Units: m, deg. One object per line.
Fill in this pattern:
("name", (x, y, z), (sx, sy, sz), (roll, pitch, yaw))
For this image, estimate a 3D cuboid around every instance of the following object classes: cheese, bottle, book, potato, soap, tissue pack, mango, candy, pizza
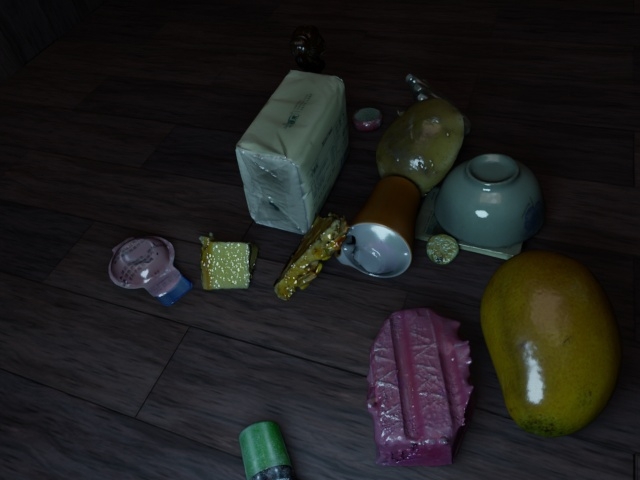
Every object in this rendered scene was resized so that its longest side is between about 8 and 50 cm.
("cheese", (-0.463, 0.075, 1.404), (0.285, 0.074, 0.189), (32, 61, 27))
("bottle", (-0.074, 0.499, 0.949), (0.093, 0.093, 0.330), (-19, 49, -7))
("book", (0.405, -0.054, 1.401), (0.282, 0.025, 0.215), (12, 51, 21))
("potato", (0.249, -0.263, 1.435), (0.115, 0.299, 0.239), (8, 36, -47))
("soap", (0.203, 0.285, 1.067), (0.220, 0.127, 0.325), (-3, 48, 6))
("tissue pack", (-0.063, -0.253, 1.477), (0.207, 0.297, 0.381), (13, 51, 17))
("mango", (0.460, 0.199, 1.046), (0.263, 0.221, 0.379), (5, 60, 8))
("candy", (0.157, -0.405, 1.740), (0.103, 0.043, 0.103), (-7, 47, 7))
("pizza", (0.000, 0.000, 1.304), (0.074, 0.288, 0.251), (36, 36, -12))

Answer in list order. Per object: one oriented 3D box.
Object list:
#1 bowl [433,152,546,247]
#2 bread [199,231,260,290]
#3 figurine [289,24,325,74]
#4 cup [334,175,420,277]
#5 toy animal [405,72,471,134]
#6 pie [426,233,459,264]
("bowl", (0.444, -0.132, 1.350), (0.288, 0.146, 0.290), (-5, 46, 6))
("bread", (-0.246, 0.061, 1.388), (0.147, 0.127, 0.152), (2, 83, 9))
("figurine", (-0.026, -0.560, 1.725), (0.187, 0.316, 0.168), (32, 61, 31))
("cup", (0.152, -0.035, 1.353), (0.226, 0.182, 0.264), (-18, 31, 37))
("toy animal", (0.327, -0.373, 1.613), (0.266, 0.188, 0.308), (-15, 52, -47))
("pie", (0.312, 0.020, 1.338), (0.085, 0.017, 0.085), (-5, 72, 18))
